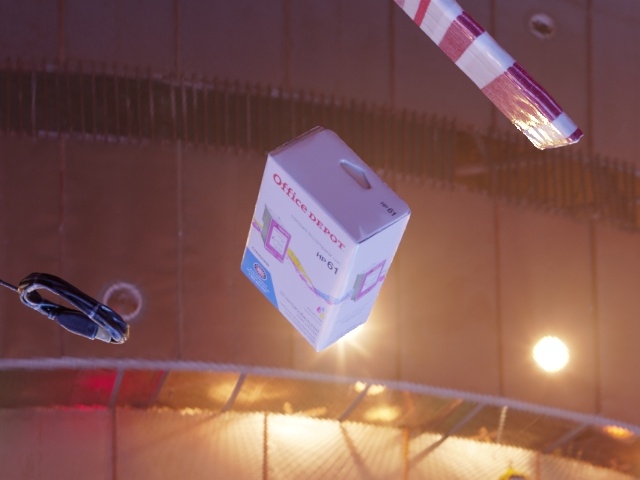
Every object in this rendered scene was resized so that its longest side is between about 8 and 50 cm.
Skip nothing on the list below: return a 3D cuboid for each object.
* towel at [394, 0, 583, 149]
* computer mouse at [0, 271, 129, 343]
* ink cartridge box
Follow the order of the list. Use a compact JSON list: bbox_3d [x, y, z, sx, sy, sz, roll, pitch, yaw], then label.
[{"bbox_3d":[0.191,-0.243,1.362,0.037,0.237,0.329,-44,-89,4],"label":"towel"},{"bbox_3d":[-0.254,0.036,0.800,0.242,0.071,0.041,17,-122,14],"label":"computer mouse"},{"bbox_3d":[0.000,0.000,0.721,0.052,0.122,0.088,-30,-117,-34],"label":"ink cartridge box"}]
